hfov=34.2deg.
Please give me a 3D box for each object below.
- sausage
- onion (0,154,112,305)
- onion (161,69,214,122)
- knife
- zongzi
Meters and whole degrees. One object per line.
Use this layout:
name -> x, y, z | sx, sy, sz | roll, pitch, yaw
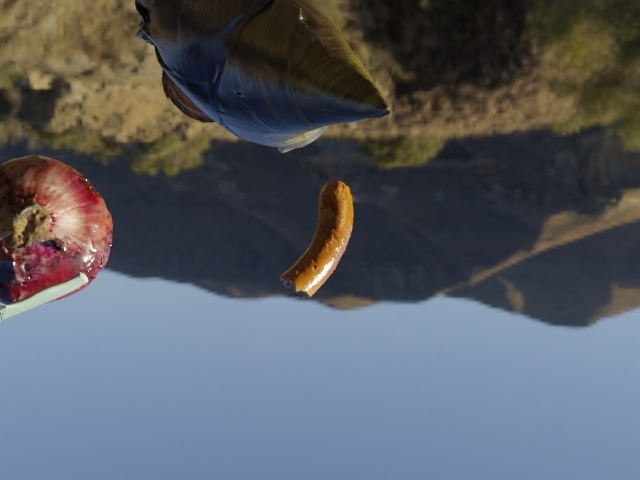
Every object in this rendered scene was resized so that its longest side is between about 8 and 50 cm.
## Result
sausage -> 0.005, 0.002, 2.224 | 0.103, 0.302, 0.076 | 32, 148, -10
onion -> -0.462, -0.008, 1.683 | 0.252, 0.252, 0.219 | -2, 163, -18
onion -> -0.158, -0.321, 1.913 | 0.250, 0.247, 0.111 | 23, 178, 28
knife -> -0.365, 0.083, 1.202 | 0.210, 0.015, 0.028 | -25, 167, -27
zongzi -> -0.005, -0.189, 1.422 | 0.432, 0.208, 0.403 | 35, 177, 31
